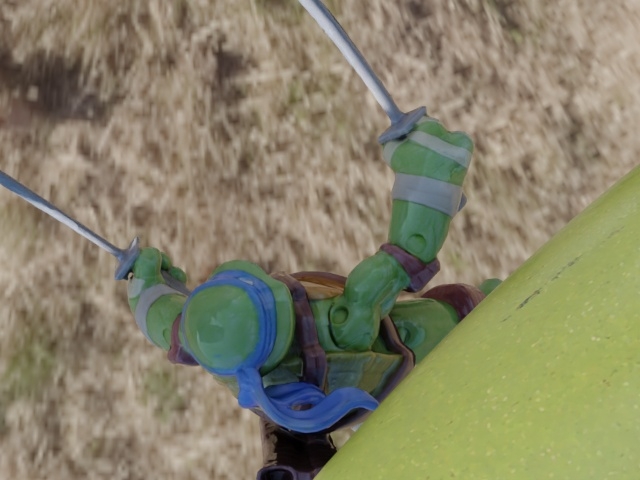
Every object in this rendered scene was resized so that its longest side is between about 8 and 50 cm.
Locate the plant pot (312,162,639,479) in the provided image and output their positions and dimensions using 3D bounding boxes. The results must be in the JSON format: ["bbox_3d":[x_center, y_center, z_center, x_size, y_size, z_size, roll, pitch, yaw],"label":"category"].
[{"bbox_3d":[0.148,0.092,0.738,0.293,0.275,0.275,-25,120,-17],"label":"plant pot"}]

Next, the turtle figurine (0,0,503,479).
[{"bbox_3d":[0.000,0.000,0.974,0.198,0.275,0.266,-47,149,8],"label":"turtle figurine"}]
